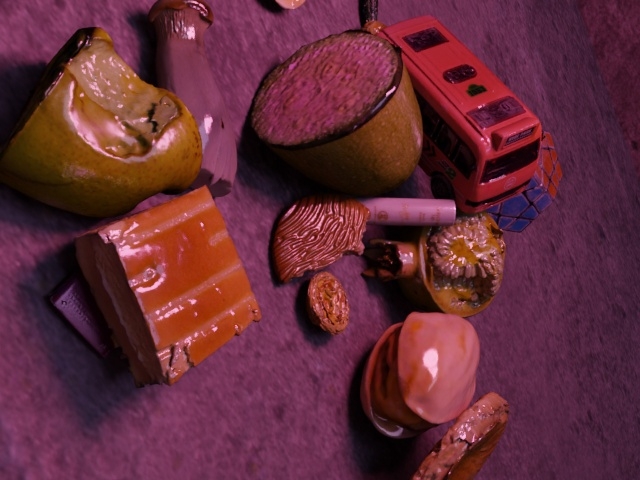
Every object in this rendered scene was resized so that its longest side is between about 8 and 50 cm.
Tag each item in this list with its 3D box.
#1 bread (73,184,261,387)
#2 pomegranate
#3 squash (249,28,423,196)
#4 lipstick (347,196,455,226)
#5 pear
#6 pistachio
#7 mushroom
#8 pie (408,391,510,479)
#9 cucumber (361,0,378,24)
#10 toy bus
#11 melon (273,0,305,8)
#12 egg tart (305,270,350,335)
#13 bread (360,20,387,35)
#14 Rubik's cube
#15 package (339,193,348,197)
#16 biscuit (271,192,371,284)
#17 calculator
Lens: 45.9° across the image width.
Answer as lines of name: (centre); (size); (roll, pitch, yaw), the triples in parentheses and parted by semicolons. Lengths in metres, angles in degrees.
bread: (-0.218, 0.064, 1.106); (0.246, 0.111, 0.239); (-30, 99, -56)
pomegranate: (0.252, 0.041, 1.656); (0.341, 0.260, 0.260); (5, 73, -20)
squash: (0.063, -0.195, 1.480); (0.308, 0.311, 0.310); (57, 40, -44)
lipstick: (0.143, -0.059, 1.542); (0.059, 0.264, 0.059); (-179, -90, -86)
pear: (-0.292, -0.132, 1.056); (0.255, 0.164, 0.238); (38, 50, -26)
pistachio: (0.211, 0.263, 1.525); (0.309, 0.230, 0.229); (-43, 113, -50)
mushroom: (-0.218, -0.242, 1.264); (0.159, 0.122, 0.328); (62, 20, -83)
pie: (0.266, 0.447, 1.517); (0.339, 0.083, 0.339); (-42, 154, -26)
cucumber: (0.119, -0.621, 1.831); (0.044, 0.043, 0.256); (18, 66, -41)
toy bus: (0.278, -0.278, 1.622); (0.203, 0.233, 0.427); (-24, 61, -23)
melon: (-0.087, -0.536, 1.535); (0.160, 0.079, 0.128); (11, 89, -50)
egg tart: (0.009, 0.124, 1.465); (0.129, 0.049, 0.128); (29, 52, -45)
bread: (0.216, -0.404, 1.856); (0.368, 0.077, 0.084); (37, 51, -40)
Rubik's cube: (0.451, -0.171, 1.919); (0.319, 0.319, 0.264); (41, 25, -36)
package: (0.063, -0.050, 1.595); (0.077, 0.033, 0.110); (18, 60, -36)
biscuit: (0.000, 0.000, 1.439); (0.176, 0.031, 0.228); (32, 65, -10)
calculator: (-0.303, 0.064, 1.112); (0.126, 0.034, 0.190); (53, 42, -24)
